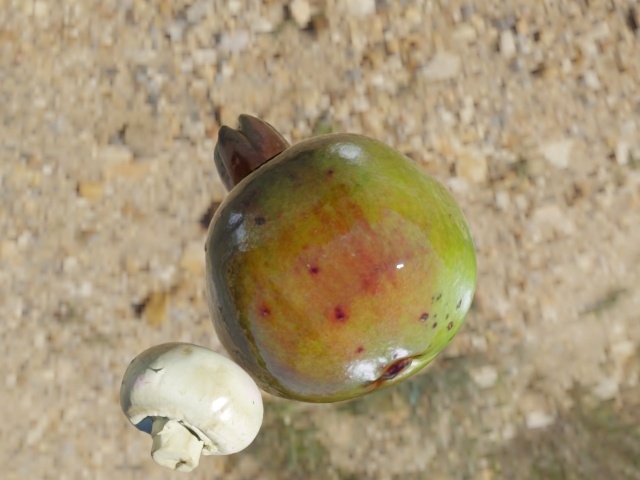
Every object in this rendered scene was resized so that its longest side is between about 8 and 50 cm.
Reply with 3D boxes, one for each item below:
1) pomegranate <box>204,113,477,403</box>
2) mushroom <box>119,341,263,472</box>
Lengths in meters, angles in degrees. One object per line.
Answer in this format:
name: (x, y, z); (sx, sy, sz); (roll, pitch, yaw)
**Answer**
pomegranate: (0.000, 0.000, 1.228); (0.180, 0.209, 0.180); (-24, 150, -15)
mushroom: (-0.074, 0.094, 1.090); (0.084, 0.067, 0.083); (15, 154, 8)
